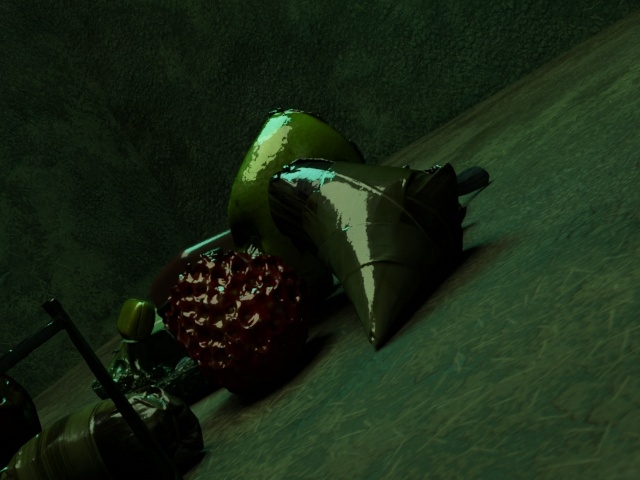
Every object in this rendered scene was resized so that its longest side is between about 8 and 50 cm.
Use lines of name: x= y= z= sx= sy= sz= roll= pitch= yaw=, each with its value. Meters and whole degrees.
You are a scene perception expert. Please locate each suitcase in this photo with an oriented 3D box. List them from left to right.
suitcase: x=-0.144 y=0.068 z=1.829 sx=0.297 sy=0.161 sz=0.236 roll=-26 pitch=-8 yaw=-32

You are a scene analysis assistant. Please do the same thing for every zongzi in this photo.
zongzi: x=-0.273 y=0.275 z=1.371 sx=0.286 sy=0.134 sz=0.288 roll=-26 pitch=0 yaw=13
zongzi: x=0.017 y=0.012 z=1.374 sx=0.289 sy=0.154 sz=0.317 roll=6 pitch=38 yaw=28

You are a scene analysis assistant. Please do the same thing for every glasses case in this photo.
glasses case: x=-0.344 y=0.148 z=1.861 sx=0.234 sy=0.064 sz=0.079 roll=171 pitch=111 yaw=-76

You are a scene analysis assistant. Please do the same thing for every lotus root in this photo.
lotus root: x=-0.314 y=0.207 z=2.023 sx=0.119 sy=0.138 sz=0.235 roll=-39 pitch=7 yaw=8

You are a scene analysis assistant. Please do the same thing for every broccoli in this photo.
broccoli: x=-0.347 y=0.256 z=1.839 sx=0.145 sy=0.138 sz=0.162 roll=1 pitch=-5 yaw=-1

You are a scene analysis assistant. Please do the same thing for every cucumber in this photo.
cucumber: x=-0.214 y=0.231 z=1.637 sx=0.293 sy=0.067 sz=0.067 roll=-34 pitch=6 yaw=17

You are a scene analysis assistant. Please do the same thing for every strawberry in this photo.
strawberry: x=-0.102 y=0.144 z=1.423 sx=0.234 sy=0.234 sz=0.178 roll=-32 pitch=37 yaw=12

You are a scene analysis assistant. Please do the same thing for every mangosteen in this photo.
mangosteen: x=-0.674 y=0.384 z=1.881 sx=0.311 sy=0.311 sz=0.311 roll=-33 pitch=6 yaw=4

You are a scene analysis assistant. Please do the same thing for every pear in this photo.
pear: x=-0.045 y=-0.052 z=1.622 sx=0.164 sy=0.238 sz=0.255 roll=8 pitch=46 yaw=32

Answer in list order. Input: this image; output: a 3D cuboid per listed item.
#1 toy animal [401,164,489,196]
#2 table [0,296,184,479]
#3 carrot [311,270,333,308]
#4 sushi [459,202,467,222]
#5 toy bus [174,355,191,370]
toy animal: x=0.160 y=-0.050 z=1.719 sx=0.206 sy=0.081 sz=0.367 roll=-48 pitch=-19 yaw=22
table: x=-0.334 y=0.264 z=1.008 sx=0.222 sy=0.272 sz=0.335 roll=-33 pitch=6 yaw=11
carrot: x=-0.057 y=0.111 z=1.695 sx=0.193 sy=0.087 sz=0.087 roll=-43 pitch=10 yaw=-26
sushi: x=0.187 y=-0.024 z=1.607 sx=0.060 sy=0.061 sz=0.118 roll=14 pitch=-23 yaw=-39
toy bus: x=-0.186 y=0.205 z=1.700 sx=0.123 sy=0.060 sz=0.075 roll=-32 pitch=5 yaw=14
